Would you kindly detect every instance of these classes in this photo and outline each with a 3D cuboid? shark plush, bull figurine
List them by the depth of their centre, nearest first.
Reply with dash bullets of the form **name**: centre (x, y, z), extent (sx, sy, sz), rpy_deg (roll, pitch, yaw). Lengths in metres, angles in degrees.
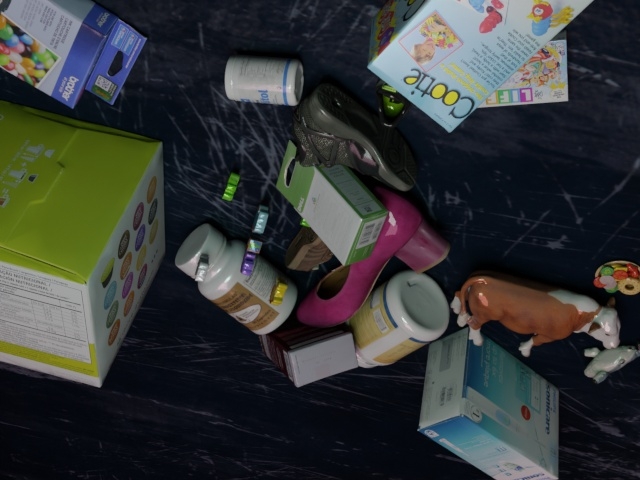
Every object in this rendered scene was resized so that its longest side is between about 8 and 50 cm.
- **bull figurine**: centre (0.394, 0.138, 1.423), extent (0.310, 0.101, 0.188), rpy_deg (20, 142, -6)
- **shark plush**: centre (0.596, 0.229, 1.527), extent (0.161, 0.073, 0.067), rpy_deg (-41, 137, 23)

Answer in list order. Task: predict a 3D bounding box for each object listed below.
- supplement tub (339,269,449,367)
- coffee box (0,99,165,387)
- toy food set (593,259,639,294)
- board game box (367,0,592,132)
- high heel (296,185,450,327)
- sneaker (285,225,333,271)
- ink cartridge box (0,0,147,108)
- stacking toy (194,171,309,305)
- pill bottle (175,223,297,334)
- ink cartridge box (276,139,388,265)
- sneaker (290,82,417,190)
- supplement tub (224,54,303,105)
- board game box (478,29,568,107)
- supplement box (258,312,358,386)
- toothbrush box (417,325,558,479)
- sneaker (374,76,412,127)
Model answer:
- **supplement tub**: centre (0.138, 0.158, 1.492), extent (0.144, 0.144, 0.199), rpy_deg (31, 138, -19)
- **coffee box**: centre (-0.494, 0.003, 1.361), extent (0.338, 0.338, 0.334), rpy_deg (15, 140, 1)
- **toy food set**: centre (0.530, 0.066, 1.358), extent (0.082, 0.020, 0.083), rpy_deg (2, 139, 16)
- **board game box**: centre (0.198, -0.292, 0.911), extent (0.144, 0.142, 0.275), rpy_deg (34, 125, -21)
- **high heel**: centre (0.045, 0.031, 1.406), extent (0.181, 0.127, 0.377), rpy_deg (40, 126, -21)
- **sneaker**: centre (0.000, 0.000, 1.431), extent (0.071, 0.066, 0.188), rpy_deg (12, 149, -23)
- **ink cartridge box**: centre (-0.443, -0.327, 1.180), extent (0.311, 0.065, 0.186), rpy_deg (28, 139, -18)
- **stacking toy**: centre (-0.119, -0.002, 1.387), extent (0.167, 0.052, 0.221), rpy_deg (17, 102, -14)
- **pill bottle**: centre (-0.166, 0.074, 1.501), extent (0.131, 0.131, 0.229), rpy_deg (-26, 126, 38)
- **ink cartridge box**: centre (0.016, -0.070, 1.283), extent (0.209, 0.062, 0.109), rpy_deg (49, 140, 29)
- **sneaker**: centre (0.046, -0.146, 1.218), extent (0.227, 0.087, 0.130), rpy_deg (32, 146, -24)
- **supplement tub**: centre (-0.084, -0.242, 1.155), extent (0.107, 0.071, 0.071), rpy_deg (6, 140, 11)
- **board game box**: centre (0.269, -0.240, 1.080), extent (0.154, 0.026, 0.103), rpy_deg (-2, 138, 19)
- **supplement box**: centre (-0.032, 0.206, 1.518), extent (0.130, 0.239, 0.073), rpy_deg (-15, 103, -17)
- **toothbrush box**: centre (0.358, 0.352, 1.594), extent (0.295, 0.216, 0.126), rpy_deg (37, 136, -23)
- **sneaker**: centre (0.117, -0.238, 1.089), extent (0.067, 0.078, 0.188), rpy_deg (13, 138, 5)
